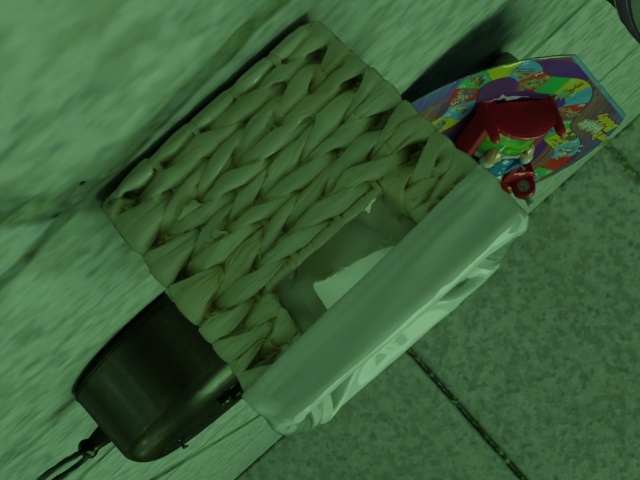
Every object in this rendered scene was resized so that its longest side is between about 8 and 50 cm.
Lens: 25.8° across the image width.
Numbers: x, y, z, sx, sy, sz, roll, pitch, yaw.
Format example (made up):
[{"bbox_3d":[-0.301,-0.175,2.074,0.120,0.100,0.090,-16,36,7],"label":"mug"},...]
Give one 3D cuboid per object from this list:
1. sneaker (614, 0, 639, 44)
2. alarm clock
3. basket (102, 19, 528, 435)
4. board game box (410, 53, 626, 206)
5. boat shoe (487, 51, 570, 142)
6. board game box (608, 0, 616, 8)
[{"bbox_3d":[0.217,-0.204,0.584,0.282,0.102,0.161,-49,-170,17],"label":"sneaker"},{"bbox_3d":[-0.077,0.074,0.739,0.192,0.064,0.129,-39,173,3],"label":"alarm clock"},{"bbox_3d":[0.000,0.000,0.530,0.113,0.103,0.167,-41,173,-2],"label":"basket"},{"bbox_3d":[0.099,-0.042,0.765,0.133,0.033,0.169,-25,157,19],"label":"board game box"},{"bbox_3d":[0.108,-0.068,0.861,0.063,0.066,0.184,-42,-178,-1],"label":"boat shoe"},{"bbox_3d":[0.209,-0.185,0.805,0.126,0.026,0.186,-43,172,15],"label":"board game box"}]
